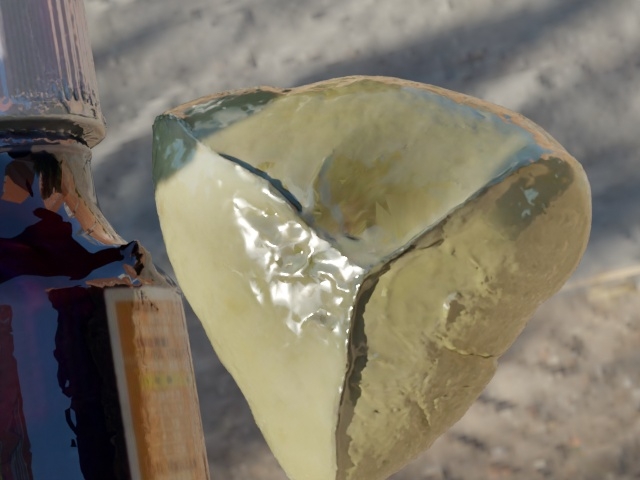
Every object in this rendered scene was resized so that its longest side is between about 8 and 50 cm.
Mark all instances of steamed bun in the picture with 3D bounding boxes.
[{"bbox_3d":[0.030,-0.004,0.930,0.212,0.231,0.110,-30,-6,4],"label":"steamed bun"}]

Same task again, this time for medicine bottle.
[{"bbox_3d":[-0.199,0.023,1.149,0.242,0.395,0.242,-5,-5,0],"label":"medicine bottle"}]
